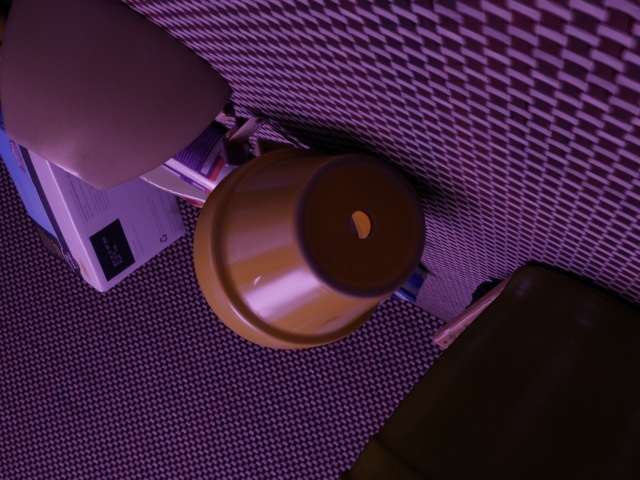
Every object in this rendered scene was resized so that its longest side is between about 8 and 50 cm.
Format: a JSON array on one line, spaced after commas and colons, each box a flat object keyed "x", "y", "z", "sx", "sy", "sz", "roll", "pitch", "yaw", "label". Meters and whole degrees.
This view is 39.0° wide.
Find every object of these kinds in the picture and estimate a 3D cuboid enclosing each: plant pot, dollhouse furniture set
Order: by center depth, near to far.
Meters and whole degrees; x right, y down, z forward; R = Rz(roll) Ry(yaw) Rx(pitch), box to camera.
[{"x": 0.000, "y": 0.000, "z": 1.087, "sx": 0.254, "sy": 0.254, "sz": 0.239, "roll": 31, "pitch": 160, "yaw": -18, "label": "plant pot"}, {"x": 0.265, "y": 0.233, "z": 1.102, "sx": 0.366, "sy": 0.353, "sz": 0.366, "roll": 30, "pitch": 177, "yaw": 2, "label": "plant pot"}, {"x": -0.279, "y": -0.175, "z": 1.113, "sx": 0.284, "sy": 0.191, "sz": 0.284, "roll": 30, "pitch": 175, "yaw": 3, "label": "plant pot"}, {"x": -0.067, "y": -0.151, "z": 1.204, "sx": 0.114, "sy": 0.091, "sz": 0.081, "roll": 5, "pitch": 152, "yaw": -40, "label": "dollhouse furniture set"}]

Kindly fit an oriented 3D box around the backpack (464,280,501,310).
[{"x": 0.285, "y": 0.122, "z": 1.421, "sx": 0.101, "sy": 0.098, "sz": 0.120, "roll": 31, "pitch": 175, "yaw": -18, "label": "backpack"}]

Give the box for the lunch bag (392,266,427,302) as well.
[{"x": 0.116, "y": 0.048, "z": 1.840, "sx": 0.176, "sy": 0.090, "sz": 0.219, "roll": 25, "pitch": 175, "yaw": 28, "label": "lunch bag"}]

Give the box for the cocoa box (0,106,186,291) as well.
[{"x": -0.453, "y": -0.124, "z": 1.777, "sx": 0.228, "sy": 0.231, "sz": 0.347, "roll": 29, "pitch": 144, "yaw": 36, "label": "cocoa box"}]

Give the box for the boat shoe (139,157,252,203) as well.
[{"x": -0.223, "y": -0.150, "z": 1.651, "sx": 0.340, "sy": 0.113, "sz": 0.127, "roll": 23, "pitch": 145, "yaw": -5, "label": "boat shoe"}]

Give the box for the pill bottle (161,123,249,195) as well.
[{"x": -0.226, "y": -0.161, "z": 1.515, "sx": 0.193, "sy": 0.108, "sz": 0.108, "roll": 30, "pitch": 176, "yaw": 1, "label": "pill bottle"}]

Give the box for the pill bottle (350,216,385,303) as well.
[{"x": -0.007, "y": -0.008, "z": 1.441, "sx": 0.283, "sy": 0.161, "sz": 0.161, "roll": 32, "pitch": 176, "yaw": -38, "label": "pill bottle"}]

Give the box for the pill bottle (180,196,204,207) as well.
[{"x": -0.305, "y": -0.164, "z": 1.971, "sx": 0.121, "sy": 0.121, "sz": 0.221, "roll": 27, "pitch": 176, "yaw": 35, "label": "pill bottle"}]

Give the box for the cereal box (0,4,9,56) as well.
[{"x": -0.518, "y": -0.335, "z": 1.550, "sx": 0.173, "sy": 0.047, "sz": 0.240, "roll": 50, "pitch": -177, "yaw": 16, "label": "cereal box"}]

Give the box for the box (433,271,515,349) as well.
[{"x": 0.286, "y": 0.137, "z": 1.313, "sx": 0.164, "sy": 0.021, "sz": 0.201, "roll": 29, "pitch": 139, "yaw": -12, "label": "box"}]
